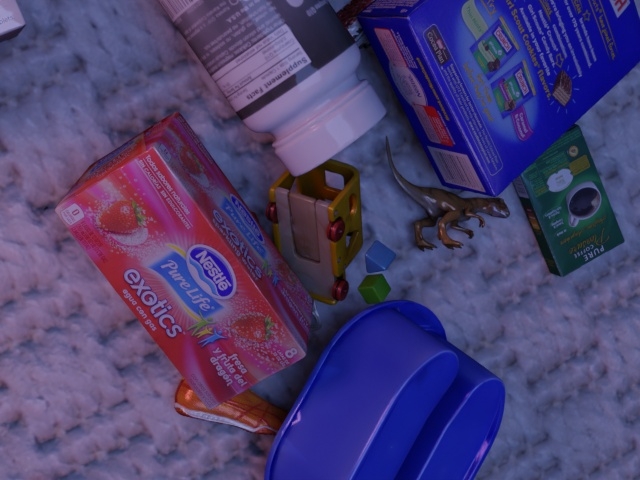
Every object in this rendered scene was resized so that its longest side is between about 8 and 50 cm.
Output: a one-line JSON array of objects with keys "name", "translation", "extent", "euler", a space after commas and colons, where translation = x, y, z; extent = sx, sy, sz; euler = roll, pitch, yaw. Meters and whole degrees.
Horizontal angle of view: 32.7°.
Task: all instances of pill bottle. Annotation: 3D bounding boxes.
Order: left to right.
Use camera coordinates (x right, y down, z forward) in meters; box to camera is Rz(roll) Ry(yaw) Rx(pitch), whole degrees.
[{"name": "pill bottle", "translation": [-0.056, -0.227, 1.255], "extent": [0.161, 0.161, 0.283], "euler": [-37, 100, -11]}]

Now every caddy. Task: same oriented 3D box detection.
[{"name": "caddy", "translation": [0.072, 0.244, 1.388], "extent": [0.241, 0.179, 0.341], "euler": [33, 85, -42]}]

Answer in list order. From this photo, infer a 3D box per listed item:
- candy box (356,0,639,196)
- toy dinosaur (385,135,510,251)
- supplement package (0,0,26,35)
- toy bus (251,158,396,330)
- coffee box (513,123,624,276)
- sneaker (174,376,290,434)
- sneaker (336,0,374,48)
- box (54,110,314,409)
[{"name": "candy box", "translation": [0.238, -0.257, 1.359], "extent": [0.317, 0.122, 0.268], "euler": [-40, 120, -17]}, {"name": "toy dinosaur", "translation": [0.151, -0.047, 1.446], "extent": [0.211, 0.064, 0.112], "euler": [17, 70, -27]}, {"name": "supplement package", "translation": [-0.453, -0.302, 1.122], "extent": [0.199, 0.198, 0.262], "euler": [-25, 104, -14]}, {"name": "toy bus", "translation": [0.004, -0.007, 1.363], "extent": [0.191, 0.202, 0.104], "euler": [48, 50, -11]}, {"name": "coffee box", "translation": [0.337, -0.054, 1.508], "extent": [0.113, 0.040, 0.184], "euler": [-30, 105, -13]}, {"name": "sneaker", "translation": [-0.096, 0.207, 1.383], "extent": [0.175, 0.064, 0.067], "euler": [19, 81, -23]}, {"name": "sneaker", "translation": [0.087, -0.275, 1.371], "extent": [0.225, 0.088, 0.092], "euler": [-40, 109, -10]}, {"name": "box", "translation": [-0.147, 0.022, 1.273], "extent": [0.142, 0.154, 0.300], "euler": [-30, 106, 14]}]
